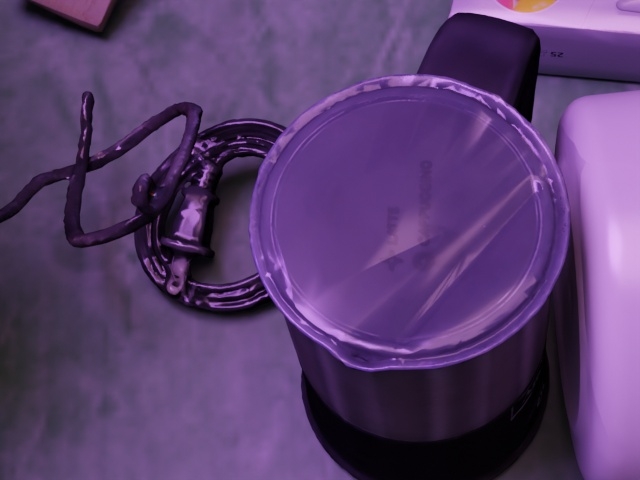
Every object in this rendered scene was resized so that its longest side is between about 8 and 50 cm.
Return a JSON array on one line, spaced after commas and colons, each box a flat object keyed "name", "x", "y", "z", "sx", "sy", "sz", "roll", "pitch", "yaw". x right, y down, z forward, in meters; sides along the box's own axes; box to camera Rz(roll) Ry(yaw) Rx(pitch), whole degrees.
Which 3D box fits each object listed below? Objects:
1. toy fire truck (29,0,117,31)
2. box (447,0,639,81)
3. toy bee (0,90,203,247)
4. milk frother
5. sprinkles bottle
[{"name": "toy fire truck", "x": -0.094, "y": -0.231, "z": 0.569, "sx": 0.217, "sy": 0.158, "sz": 0.246, "roll": 16, "pitch": 59, "yaw": 12}, {"name": "box", "x": 0.131, "y": -0.147, "z": 0.553, "sx": 0.145, "sy": 0.038, "sz": 0.186, "roll": 6, "pitch": 66, "yaw": 9}, {"name": "toy bee", "x": -0.199, "y": 0.032, "z": 0.441, "sx": 0.195, "sy": 0.162, "sz": 0.298, "roll": -10, "pitch": 44, "yaw": 50}, {"name": "milk frother", "x": 0.000, "y": 0.000, "z": 0.449, "sx": 0.143, "sy": 0.134, "sz": 0.129, "roll": 0, "pitch": 66, "yaw": 6}, {"name": "sprinkles bottle", "x": 0.250, "y": 0.007, "z": 0.427, "sx": 0.355, "sy": 0.121, "sz": 0.121, "roll": -3, "pitch": 66, "yaw": 4}]
